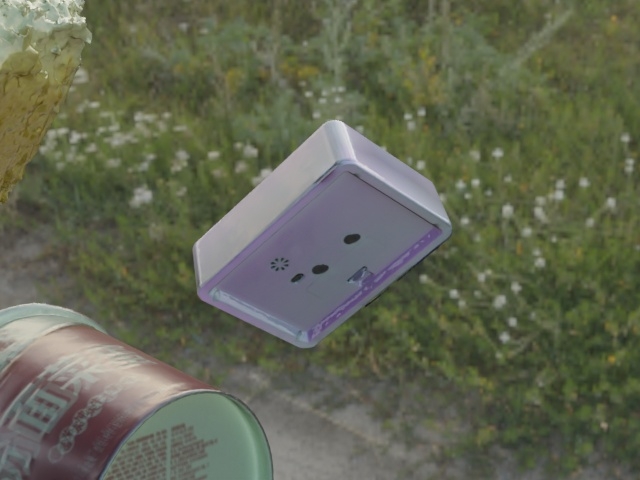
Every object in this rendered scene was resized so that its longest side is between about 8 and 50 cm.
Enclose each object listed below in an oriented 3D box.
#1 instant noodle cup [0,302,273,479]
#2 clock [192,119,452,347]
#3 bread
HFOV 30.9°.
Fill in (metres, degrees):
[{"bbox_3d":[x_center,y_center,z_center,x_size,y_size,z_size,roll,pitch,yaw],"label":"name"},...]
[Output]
[{"bbox_3d":[-0.156,0.170,0.802,0.178,0.234,0.235,9,31,37],"label":"instant noodle cup"},{"bbox_3d":[0.000,0.000,1.044,0.150,0.197,0.063,29,31,-36],"label":"clock"},{"bbox_3d":[-0.235,-0.077,0.662,0.121,0.245,0.174,44,38,9],"label":"bread"}]
